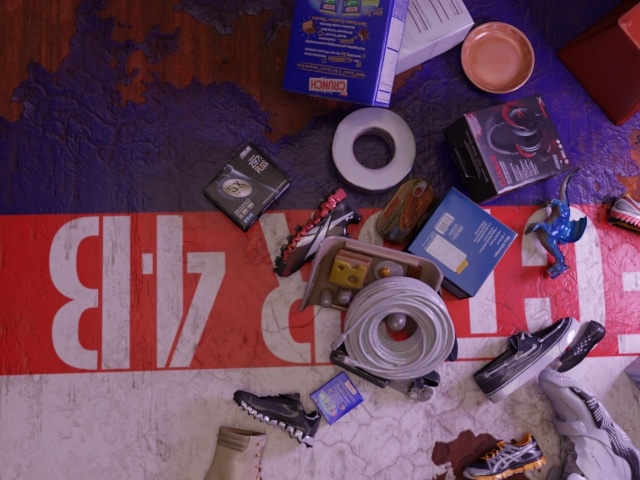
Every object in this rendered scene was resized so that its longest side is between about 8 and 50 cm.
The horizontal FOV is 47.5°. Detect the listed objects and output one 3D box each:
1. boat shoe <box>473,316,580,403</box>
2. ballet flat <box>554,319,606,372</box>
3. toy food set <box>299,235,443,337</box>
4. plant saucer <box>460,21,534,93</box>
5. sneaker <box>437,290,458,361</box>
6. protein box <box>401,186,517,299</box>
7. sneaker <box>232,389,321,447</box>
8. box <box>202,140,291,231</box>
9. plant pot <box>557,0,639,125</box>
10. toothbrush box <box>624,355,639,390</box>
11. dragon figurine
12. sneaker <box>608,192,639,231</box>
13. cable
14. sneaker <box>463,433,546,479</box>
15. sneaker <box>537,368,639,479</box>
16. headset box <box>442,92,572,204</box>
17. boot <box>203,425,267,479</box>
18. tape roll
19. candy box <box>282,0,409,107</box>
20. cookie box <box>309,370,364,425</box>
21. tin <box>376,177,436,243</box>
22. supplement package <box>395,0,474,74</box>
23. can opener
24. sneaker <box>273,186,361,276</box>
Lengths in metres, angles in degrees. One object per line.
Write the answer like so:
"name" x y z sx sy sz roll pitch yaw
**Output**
"boat shoe" 0.517 0.277 1.835 0.301 0.108 0.102 -40 88 0
"ballet flat" 0.665 0.277 1.875 0.173 0.057 0.049 -42 46 -8
"toy food set" 0.118 0.126 1.773 0.306 0.092 0.220 15 124 -2
"plant saucer" 0.473 -0.488 1.959 0.199 0.037 0.200 1 82 -4
"sneaker" 0.286 0.214 1.854 0.082 0.069 0.209 -20 93 27
"protein box" 0.345 0.012 1.838 0.201 0.136 0.200 36 82 2
"sneaker" -0.100 0.412 1.795 0.234 0.078 0.106 30 79 -3
"box" -0.186 -0.136 1.856 0.147 0.077 0.180 43 83 3
"plant pot" 0.834 -0.505 1.882 0.267 0.236 0.267 -38 86 -7
"toothbrush box" 0.926 0.402 1.782 0.126 0.216 0.295 -37 85 -8
"dragon figurine" 0.633 -0.039 1.886 0.144 0.085 0.289 32 83 1
"sneaker" 0.876 -0.060 1.902 0.225 0.088 0.093 20 81 -1
"cable" 0.183 0.211 1.717 0.257 0.089 0.257 28 110 -7
"sneaker" 0.451 0.544 1.809 0.214 0.084 0.083 -12 81 -14
"sneaker" 0.627 0.505 1.790 0.210 0.137 0.366 -41 90 -10
"headset box" 0.463 -0.228 1.843 0.293 0.110 0.218 -18 84 -26
"boot" -0.149 0.574 1.763 0.261 0.095 0.204 16 81 3
"tape roll" 0.135 -0.232 1.890 0.219 0.072 0.219 0 82 -3
"candy box" 0.063 -0.506 1.798 0.268 0.122 0.317 16 102 27
"cookie box" 0.041 0.394 1.820 0.107 0.040 0.092 -35 86 -6
"tin" 0.222 -0.076 1.869 0.106 0.040 0.190 32 81 34
"supplement package" 0.252 -0.547 1.903 0.244 0.139 0.134 -27 85 -7
"can opener" 0.161 0.326 1.831 0.280 0.074 0.093 23 48 -2
"sneaker" 0.000 0.000 1.839 0.135 0.097 0.276 40 81 5
